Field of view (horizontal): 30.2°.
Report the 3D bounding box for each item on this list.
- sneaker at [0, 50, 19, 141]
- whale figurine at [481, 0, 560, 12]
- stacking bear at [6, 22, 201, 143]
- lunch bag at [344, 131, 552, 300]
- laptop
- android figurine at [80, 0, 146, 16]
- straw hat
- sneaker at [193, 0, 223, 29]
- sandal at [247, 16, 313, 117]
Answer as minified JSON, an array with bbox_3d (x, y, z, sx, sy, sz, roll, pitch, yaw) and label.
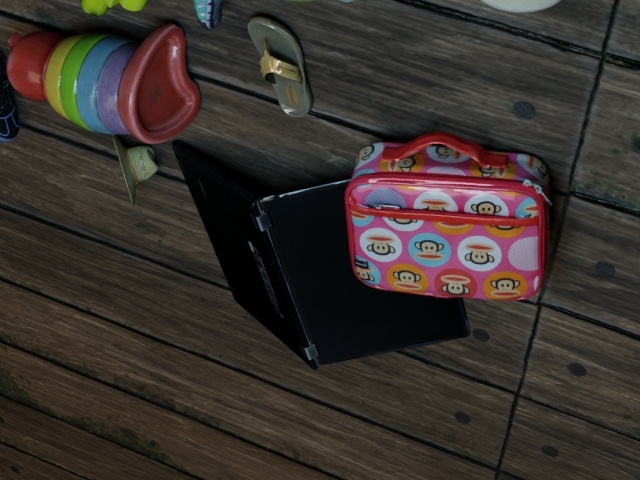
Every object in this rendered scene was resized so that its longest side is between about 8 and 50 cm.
[{"bbox_3d":[-0.563,-0.263,2.012,0.090,0.081,0.232,9,136,37],"label":"sneaker"},{"bbox_3d":[0.272,-0.375,1.326,0.272,0.141,0.216,-25,118,20],"label":"whale figurine"},{"bbox_3d":[-0.359,-0.254,1.837,0.289,0.164,0.175,16,139,26],"label":"stacking bear"},{"bbox_3d":[0.185,-0.042,1.705,0.293,0.120,0.258,4,131,13],"label":"lunch bag"},{"bbox_3d":[0.000,0.000,1.977,0.408,0.236,0.382,36,152,45],"label":"laptop"},{"bbox_3d":[-0.315,-0.439,1.645,0.248,0.056,0.273,48,144,6],"label":"android figurine"},{"bbox_3d":[-0.306,-0.129,1.999,0.061,0.144,0.144,-17,135,-8],"label":"straw hat"},{"bbox_3d":[-0.129,-0.361,1.568,0.098,0.083,0.223,-12,155,-4],"label":"sneaker"},{"bbox_3d":[-0.059,-0.245,1.724,0.072,0.049,0.180,6,135,29],"label":"sandal"}]
